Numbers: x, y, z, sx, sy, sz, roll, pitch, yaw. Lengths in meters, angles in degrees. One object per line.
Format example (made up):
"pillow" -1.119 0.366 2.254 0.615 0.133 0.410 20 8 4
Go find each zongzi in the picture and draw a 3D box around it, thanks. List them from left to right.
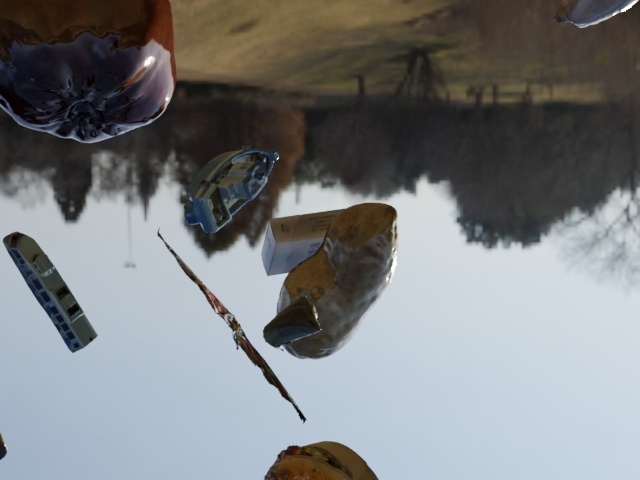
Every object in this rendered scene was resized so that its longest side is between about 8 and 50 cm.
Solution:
"zongzi" -0.051 0.158 1.804 0.109 0.055 0.119 -38 -159 7

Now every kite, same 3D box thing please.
"kite" -0.120 0.111 1.427 0.016 0.321 0.234 -36 -176 -1

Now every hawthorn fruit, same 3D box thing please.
"hawthorn fruit" -0.354 -0.309 1.523 0.308 0.325 0.308 -2 176 0

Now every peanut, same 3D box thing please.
"peanut" 0.030 0.077 2.057 0.192 0.387 0.169 9 -144 -37

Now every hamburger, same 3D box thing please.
"hamburger" 0.000 0.570 2.199 0.300 0.300 0.176 5 -162 37

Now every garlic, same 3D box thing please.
"garlic" 0.407 -0.369 1.439 0.087 0.196 0.101 40 163 -22

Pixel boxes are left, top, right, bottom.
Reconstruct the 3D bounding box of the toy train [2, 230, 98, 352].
"toy train" -0.418 0.075 1.614 0.047 0.207 0.043 -25 -169 32

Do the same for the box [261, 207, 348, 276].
"box" 0.000 0.000 2.285 0.242 0.067 0.155 -8 150 -17

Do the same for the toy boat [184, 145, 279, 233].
"toy boat" -0.131 -0.092 1.720 0.102 0.088 0.215 3 -146 32

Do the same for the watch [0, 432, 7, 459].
"watch" -0.763 0.451 2.025 0.314 0.335 0.327 -24 -138 1
